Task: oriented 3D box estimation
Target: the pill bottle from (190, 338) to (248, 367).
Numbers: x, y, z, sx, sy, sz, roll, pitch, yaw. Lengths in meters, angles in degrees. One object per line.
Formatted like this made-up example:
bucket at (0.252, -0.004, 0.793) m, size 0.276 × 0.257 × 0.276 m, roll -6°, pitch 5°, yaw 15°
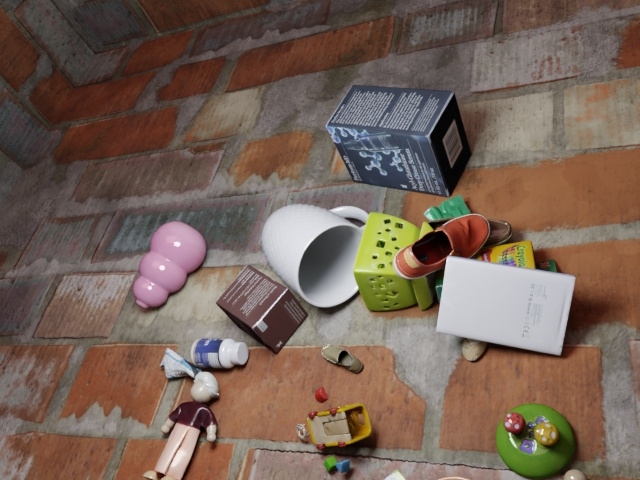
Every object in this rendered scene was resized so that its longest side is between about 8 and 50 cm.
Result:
pill bottle at (-0.320, 0.360, 1.998) m, size 0.169 × 0.094 × 0.094 m, roll -4°, pitch 52°, yaw 24°

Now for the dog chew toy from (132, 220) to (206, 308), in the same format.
dog chew toy at (-0.562, 0.096, 2.279) m, size 0.206 × 0.206 × 0.332 m, roll 19°, pitch 73°, yaw 37°

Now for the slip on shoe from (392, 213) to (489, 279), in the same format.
slip on shoe at (0.349, 0.010, 1.723) m, size 0.331 × 0.101 × 0.123 m, roll -23°, pitch 75°, yaw -26°

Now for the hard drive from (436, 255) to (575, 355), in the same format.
hard drive at (0.478, 0.167, 1.634) m, size 0.318 × 0.210 × 0.040 m, roll 9°, pitch 13°, yaw 15°

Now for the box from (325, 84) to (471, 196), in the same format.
box at (0.269, -0.343, 2.128) m, size 0.395 × 0.293 × 0.212 m, roll 13°, pitch 61°, yaw 35°

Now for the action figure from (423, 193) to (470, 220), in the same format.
action figure at (0.440, -0.031, 1.944) m, size 0.137 × 0.063 × 0.232 m, roll -31°, pitch 53°, yaw 0°

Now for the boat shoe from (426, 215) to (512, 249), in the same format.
boat shoe at (0.434, -0.028, 1.853) m, size 0.257 × 0.095 × 0.095 m, roll -5°, pitch 61°, yaw 19°

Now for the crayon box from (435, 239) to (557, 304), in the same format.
crayon box at (0.492, 0.091, 1.750) m, size 0.318 × 0.081 × 0.202 m, roll -11°, pitch 21°, yaw 19°

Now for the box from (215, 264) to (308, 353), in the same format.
box at (-0.187, 0.217, 1.994) m, size 0.203 × 0.168 × 0.167 m, roll 26°, pitch 68°, yaw 39°

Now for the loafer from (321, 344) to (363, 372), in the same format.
loafer at (0.060, 0.341, 1.846) m, size 0.148 × 0.050 × 0.056 m, roll 16°, pitch 63°, yaw 36°

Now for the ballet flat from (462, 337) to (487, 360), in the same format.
ballet flat at (0.438, 0.231, 1.727) m, size 0.073 × 0.067 × 0.206 m, roll 10°, pitch 60°, yaw 31°

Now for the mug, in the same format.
mug at (0.000, 0.000, 2.023) m, size 0.374 × 0.276 × 0.328 m, roll -30°, pitch 34°, yaw -20°

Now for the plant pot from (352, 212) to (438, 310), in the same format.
plant pot at (0.238, 0.071, 1.861) m, size 0.207 × 0.228 × 0.227 m, roll 4°, pitch 56°, yaw 23°

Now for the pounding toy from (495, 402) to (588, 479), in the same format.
pounding toy at (0.504, 0.477, 1.462) m, size 0.183 × 0.110 × 0.237 m, roll -19°, pitch 47°, yaw 13°

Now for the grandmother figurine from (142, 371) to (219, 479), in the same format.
grandmother figurine at (-0.395, 0.559, 1.875) m, size 0.207 × 0.104 × 0.342 m, roll 8°, pitch 60°, yaw 22°

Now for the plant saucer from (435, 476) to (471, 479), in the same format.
plant saucer at (0.308, 0.648, 1.451) m, size 0.200 × 0.037 × 0.200 m, roll -16°, pitch 34°, yaw 11°

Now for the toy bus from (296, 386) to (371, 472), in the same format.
toy bus at (0.047, 0.498, 1.685) m, size 0.104 × 0.191 × 0.202 m, roll -6°, pitch 32°, yaw -38°

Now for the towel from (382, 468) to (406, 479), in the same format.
towel at (0.179, 0.625, 1.580) m, size 0.083 × 0.009 × 0.060 m, roll -39°, pitch 46°, yaw -8°

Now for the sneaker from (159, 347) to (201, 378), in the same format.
sneaker at (-0.462, 0.424, 2.047) m, size 0.190 × 0.071 × 0.083 m, roll 17°, pitch 69°, yaw 46°
